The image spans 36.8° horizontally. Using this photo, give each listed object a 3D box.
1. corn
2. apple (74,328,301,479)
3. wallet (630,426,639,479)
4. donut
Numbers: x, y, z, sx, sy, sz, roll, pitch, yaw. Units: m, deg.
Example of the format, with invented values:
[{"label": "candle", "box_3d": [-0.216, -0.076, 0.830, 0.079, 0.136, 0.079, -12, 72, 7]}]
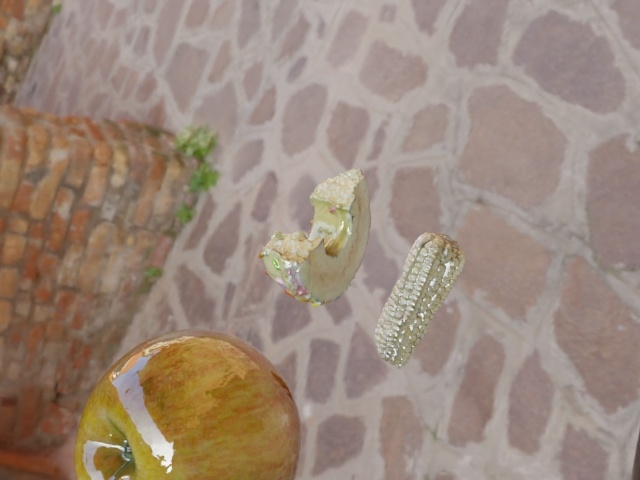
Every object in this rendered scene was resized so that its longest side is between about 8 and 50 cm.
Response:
[{"label": "corn", "box_3d": [0.143, 0.086, 1.451, 0.211, 0.087, 0.087, -62, 33, 11]}, {"label": "apple", "box_3d": [-0.165, 0.238, 1.151, 0.264, 0.264, 0.264, -33, 48, 46]}, {"label": "wallet", "box_3d": [0.322, 0.011, 0.628, 0.228, 0.062, 0.406, -39, 9, 39]}, {"label": "donut", "box_3d": [-0.001, 0.005, 1.035, 0.065, 0.108, 0.166, 13, 48, 28]}]
